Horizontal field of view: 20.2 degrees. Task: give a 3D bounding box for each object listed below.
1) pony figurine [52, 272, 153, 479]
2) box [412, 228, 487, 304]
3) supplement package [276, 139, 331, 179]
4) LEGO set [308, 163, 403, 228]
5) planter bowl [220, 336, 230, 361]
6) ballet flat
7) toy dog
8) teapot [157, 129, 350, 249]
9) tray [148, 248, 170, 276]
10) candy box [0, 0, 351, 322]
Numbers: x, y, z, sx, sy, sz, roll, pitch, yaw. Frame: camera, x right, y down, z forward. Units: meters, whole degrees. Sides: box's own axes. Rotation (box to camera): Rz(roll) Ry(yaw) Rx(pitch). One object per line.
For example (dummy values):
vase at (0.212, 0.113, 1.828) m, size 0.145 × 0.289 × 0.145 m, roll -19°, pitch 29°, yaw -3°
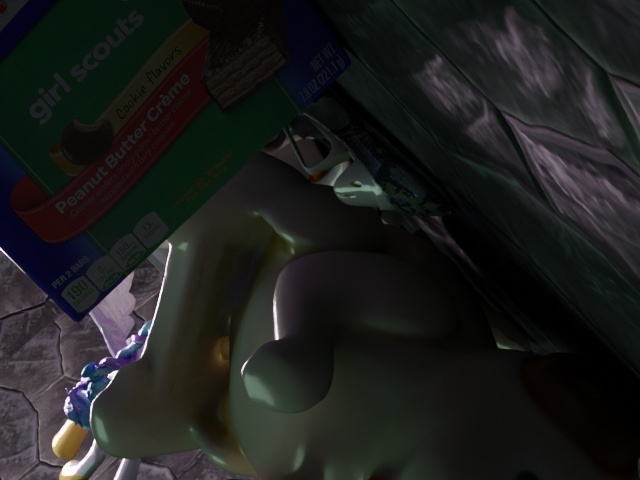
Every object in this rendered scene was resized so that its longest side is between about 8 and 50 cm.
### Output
pony figurine at (-0.231, 0.168, 2.383) m, size 0.303 × 0.363 × 0.351 m, roll 21°, pitch -144°, yaw -16°
box at (0.117, 0.103, 1.651) m, size 0.207 × 0.114 × 0.036 m, roll 47°, pitch 176°, yaw 4°
supplement package at (-0.111, -0.088, 1.815) m, size 0.177 × 0.175 × 0.293 m, roll 49°, pitch 177°, yaw 25°
LEGO set at (0.012, -0.011, 1.698) m, size 0.093 × 0.087 × 0.227 m, roll 36°, pitch 143°, yaw -25°
planter bowl at (-0.030, 0.102, 2.015) m, size 0.217 × 0.090 × 0.217 m, roll 36°, pitch 141°, yaw 35°
ballet flat at (0.023, -0.064, 1.396) m, size 0.188 × 0.070 × 0.070 m, roll 45°, pitch 175°, yaw 33°
toy dog at (0.063, 0.148, 1.392) m, size 0.395 × 0.284 × 0.408 m, roll 15°, pitch -166°, yaw -40°
teapot at (-0.109, -0.122, 1.517) m, size 0.252 × 0.187 × 0.256 m, roll 67°, pitch -158°, yaw -2°
tray at (-0.196, -0.026, 1.835) m, size 0.145 × 0.030 × 0.270 m, roll 48°, pitch 177°, yaw 21°
candy box at (-0.169, -0.149, 1.158) m, size 0.122 × 0.268 × 0.317 m, roll 38°, pitch 170°, yaw 50°
